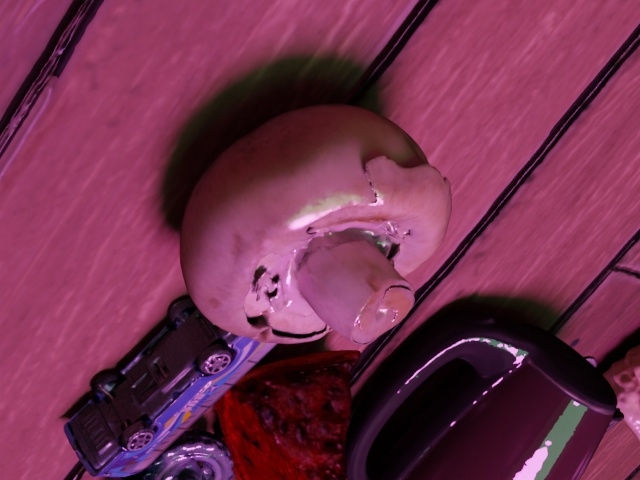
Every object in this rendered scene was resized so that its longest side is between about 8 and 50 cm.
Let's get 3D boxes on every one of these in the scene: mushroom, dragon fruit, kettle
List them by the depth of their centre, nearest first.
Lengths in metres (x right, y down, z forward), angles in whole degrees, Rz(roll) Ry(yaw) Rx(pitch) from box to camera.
[{"bbox_3d":[0.000,0.000,0.676,0.154,0.122,0.154,-25,150,-15],"label":"mushroom"},{"bbox_3d":[0.000,0.158,0.864,0.092,0.122,0.192,-36,145,-28],"label":"dragon fruit"},{"bbox_3d":[0.113,0.166,0.971,0.202,0.144,0.232,28,107,-19],"label":"kettle"}]

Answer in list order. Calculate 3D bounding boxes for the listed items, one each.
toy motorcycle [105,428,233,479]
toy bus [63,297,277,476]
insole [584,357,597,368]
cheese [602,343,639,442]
[{"bbox_3d":[-0.109,0.221,0.877,0.122,0.082,0.213,-23,131,-17],"label":"toy motorcycle"},{"bbox_3d":[-0.087,0.085,0.759,0.153,0.051,0.061,-44,150,10],"label":"toy bus"},{"bbox_3d":[0.155,0.170,1.099,0.232,0.003,0.080,-28,144,-11],"label":"insole"},{"bbox_3d":[0.345,0.117,1.121,0.167,0.094,0.123,-40,146,6],"label":"cheese"}]
